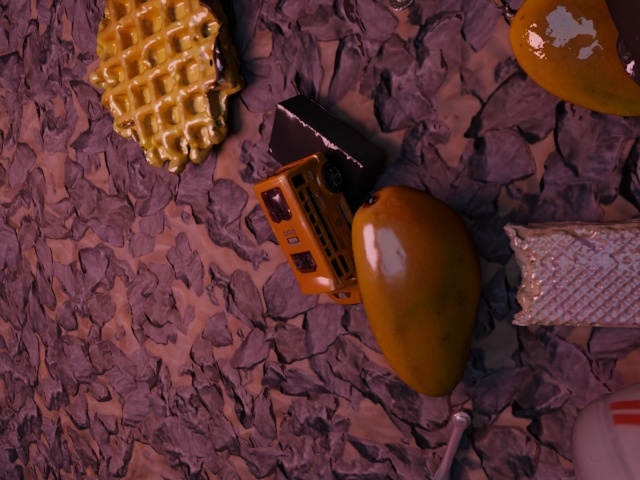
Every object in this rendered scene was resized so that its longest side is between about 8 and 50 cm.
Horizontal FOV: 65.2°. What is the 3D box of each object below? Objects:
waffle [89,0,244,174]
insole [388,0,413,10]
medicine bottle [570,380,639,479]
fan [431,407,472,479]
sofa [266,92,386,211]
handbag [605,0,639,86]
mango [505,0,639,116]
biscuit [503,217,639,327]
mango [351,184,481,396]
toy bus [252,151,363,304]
[{"bbox_3d":[-0.226,-0.266,0.733,0.312,0.060,0.307,48,117,14],"label":"waffle"},{"bbox_3d":[0.079,-0.337,0.591,0.045,0.002,0.135,-19,88,29],"label":"insole"},{"bbox_3d":[0.384,0.186,0.363,0.306,0.245,0.245,-36,80,26],"label":"medicine bottle"},{"bbox_3d":[0.140,0.335,0.643,0.057,0.023,0.282,21,107,33],"label":"fan"},{"bbox_3d":[0.006,-0.112,0.637,0.147,0.060,0.085,39,137,19],"label":"sofa"},{"bbox_3d":[0.358,-0.198,0.357,0.257,0.113,0.285,-12,64,11],"label":"handbag"},{"bbox_3d":[0.262,-0.183,0.484,0.187,0.066,0.101,41,115,9],"label":"mango"},{"bbox_3d":[0.308,0.029,0.488,0.239,0.062,0.108,-3,94,27],"label":"biscuit"},{"bbox_3d":[0.115,0.058,0.559,0.113,0.138,0.253,15,123,67],"label":"mango"},{"bbox_3d":[0.000,0.000,0.604,0.083,0.088,0.194,-13,107,47],"label":"toy bus"}]
